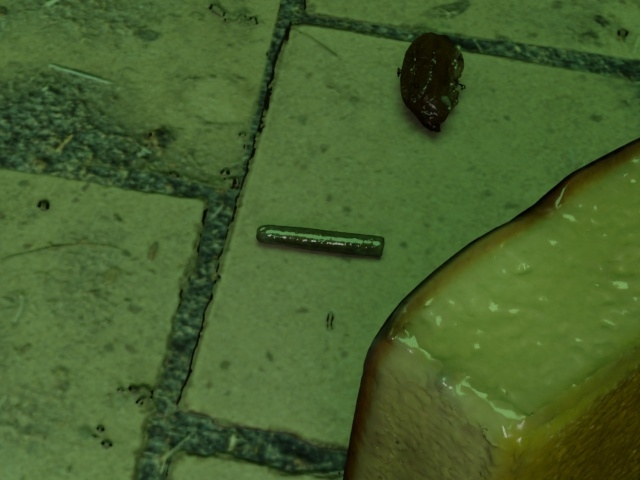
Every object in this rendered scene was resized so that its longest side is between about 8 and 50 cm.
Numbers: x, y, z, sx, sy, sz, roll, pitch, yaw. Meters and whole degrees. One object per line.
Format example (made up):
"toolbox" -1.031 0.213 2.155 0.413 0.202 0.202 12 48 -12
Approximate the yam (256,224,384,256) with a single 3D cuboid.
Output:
"yam" 0.000 0.000 1.250 0.116 0.021 0.021 6 53 0

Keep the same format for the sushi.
"sushi" 0.112 -0.158 1.357 0.060 0.061 0.118 31 66 -32

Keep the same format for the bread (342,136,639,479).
"bread" 0.171 0.107 0.993 0.324 0.333 0.143 -33 60 -28
